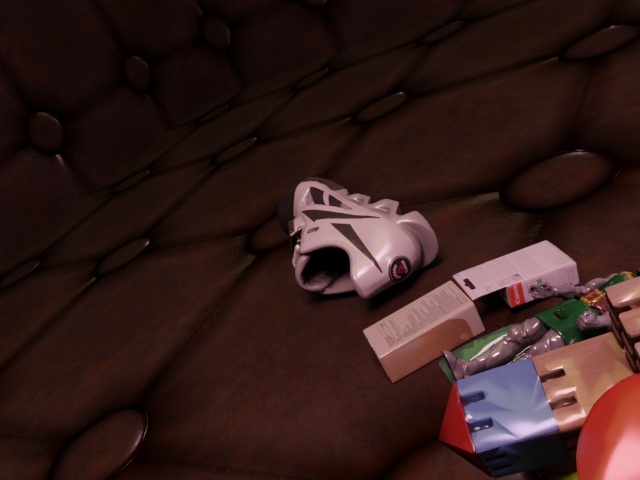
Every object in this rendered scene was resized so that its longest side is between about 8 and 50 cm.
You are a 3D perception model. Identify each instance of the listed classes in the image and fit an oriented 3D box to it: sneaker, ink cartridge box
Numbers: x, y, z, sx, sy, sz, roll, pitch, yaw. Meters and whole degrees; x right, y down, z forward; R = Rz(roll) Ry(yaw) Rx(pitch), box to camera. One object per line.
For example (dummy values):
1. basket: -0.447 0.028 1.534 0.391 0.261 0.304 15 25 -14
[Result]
1. sneaker: 0.000 0.000 0.865 0.146 0.123 0.330 -37 25 -21
2. ink cartridge box: 0.208 0.041 0.659 0.115 0.029 0.063 -20 24 -1

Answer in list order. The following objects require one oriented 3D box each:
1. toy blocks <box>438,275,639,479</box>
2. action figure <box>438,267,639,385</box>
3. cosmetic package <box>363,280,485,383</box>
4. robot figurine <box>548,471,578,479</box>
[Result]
1. toy blocks: 0.195 0.153 0.255 0.260 0.191 0.382 -22 46 14
2. action figure: 0.228 0.076 0.558 0.232 0.064 0.137 -27 21 -4
3. cosmetic package: 0.110 0.097 0.659 0.115 0.041 0.060 -29 26 0
4. robot figurine: 0.164 0.197 0.377 0.115 0.067 0.101 -13 60 28
